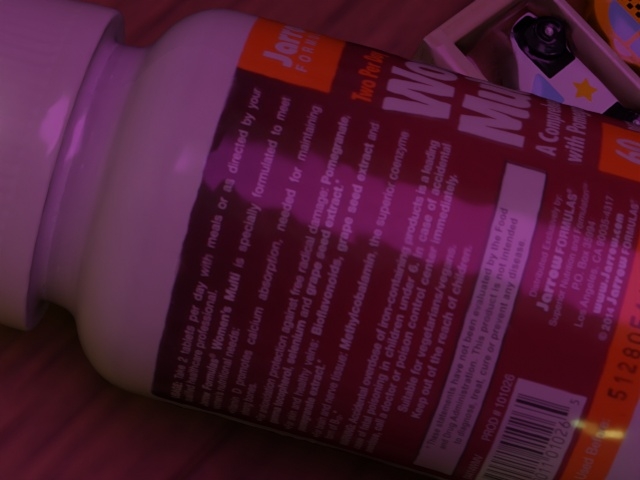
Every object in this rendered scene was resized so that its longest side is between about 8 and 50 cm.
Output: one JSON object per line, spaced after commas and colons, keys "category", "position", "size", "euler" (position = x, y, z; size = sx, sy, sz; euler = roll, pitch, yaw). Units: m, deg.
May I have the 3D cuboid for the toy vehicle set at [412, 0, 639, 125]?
{"category": "toy vehicle set", "position": [0.178, -0.011, 0.656], "size": [0.166, 0.035, 0.267], "euler": [-38, 81, -26]}

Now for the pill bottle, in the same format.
{"category": "pill bottle", "position": [0.000, 0.000, 0.552], "size": [0.221, 0.121, 0.121], "euler": [16, 63, 0]}
